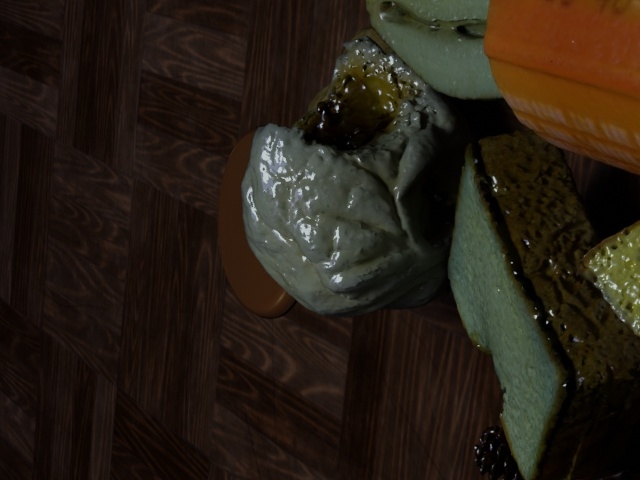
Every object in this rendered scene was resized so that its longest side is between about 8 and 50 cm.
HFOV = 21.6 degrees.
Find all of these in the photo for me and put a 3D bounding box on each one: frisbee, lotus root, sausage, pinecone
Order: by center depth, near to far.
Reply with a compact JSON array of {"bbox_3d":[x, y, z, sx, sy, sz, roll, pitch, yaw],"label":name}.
[{"bbox_3d":[0.299,-0.152,1.300,0.287,0.233,0.233,28,114,55],"label":"sausage"},{"bbox_3d":[0.164,-0.259,1.612,0.260,0.149,0.267,-7,91,57],"label":"lotus root"},{"bbox_3d":[0.192,0.212,1.642,0.077,0.083,0.077,-2,-90,-76],"label":"pinecone"},{"bbox_3d":[-0.075,-0.024,2.160,0.251,0.021,0.251,7,98,61],"label":"frisbee"}]

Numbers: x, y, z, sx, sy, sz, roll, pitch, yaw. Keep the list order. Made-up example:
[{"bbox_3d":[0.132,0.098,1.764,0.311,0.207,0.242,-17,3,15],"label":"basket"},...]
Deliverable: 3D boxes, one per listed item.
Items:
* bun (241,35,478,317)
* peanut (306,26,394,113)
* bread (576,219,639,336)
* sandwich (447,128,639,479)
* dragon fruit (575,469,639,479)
[{"bbox_3d":[0.061,-0.043,1.706,0.205,0.281,0.281,22,111,38],"label":"bun"},{"bbox_3d":[0.037,-0.146,1.882,0.108,0.095,0.226,61,139,36],"label":"peanut"},{"bbox_3d":[0.309,0.017,1.365,0.187,0.065,0.103,-28,73,10],"label":"bread"},{"bbox_3d":[0.202,0.077,1.534,0.249,0.095,0.273,97,158,-56],"label":"sandwich"},{"bbox_3d":[0.261,0.275,1.513,0.111,0.153,0.153,-18,-71,-84],"label":"dragon fruit"}]
